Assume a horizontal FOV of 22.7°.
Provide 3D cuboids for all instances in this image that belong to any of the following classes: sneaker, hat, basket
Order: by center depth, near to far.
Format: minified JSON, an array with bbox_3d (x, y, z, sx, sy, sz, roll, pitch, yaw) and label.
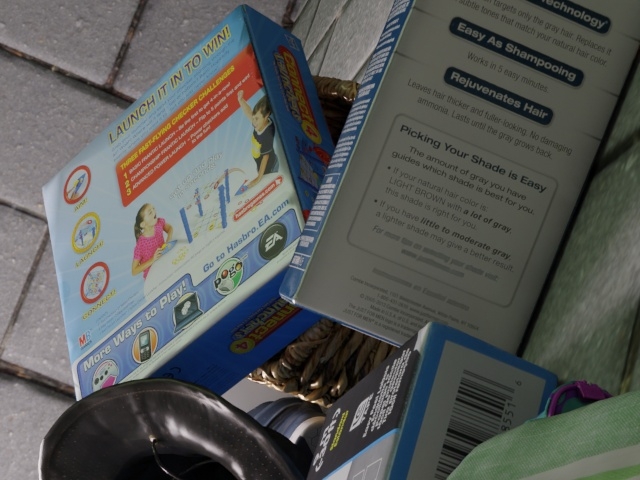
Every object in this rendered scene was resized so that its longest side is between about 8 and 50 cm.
[{"bbox_3d":[-0.092,0.243,1.432,0.134,0.331,0.331,-33,-22,-51],"label":"hat"},{"bbox_3d":[0.000,0.000,1.506,0.213,0.223,0.299,173,120,-79],"label":"basket"},{"bbox_3d":[-0.057,0.261,1.594,0.226,0.086,0.163,-58,20,0],"label":"sneaker"}]

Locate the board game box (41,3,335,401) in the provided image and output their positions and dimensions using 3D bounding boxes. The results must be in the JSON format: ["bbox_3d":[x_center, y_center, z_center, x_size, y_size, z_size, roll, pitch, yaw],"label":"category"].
[{"bbox_3d":[-0.118,-0.012,1.496,0.308,0.086,0.302,-38,47,26],"label":"board game box"}]

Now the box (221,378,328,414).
[{"bbox_3d":[-0.085,0.169,1.720,0.119,0.182,0.181,-92,26,-73],"label":"box"}]

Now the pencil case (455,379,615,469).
[{"bbox_3d":[0.131,0.133,0.941,0.152,0.064,0.070,128,159,-61],"label":"pencil case"}]

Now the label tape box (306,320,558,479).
[{"bbox_3d":[0.034,0.230,1.145,0.334,0.106,0.241,131,160,-62],"label":"label tape box"}]

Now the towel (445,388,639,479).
[{"bbox_3d":[0.064,0.148,0.697,0.248,0.038,0.325,-27,5,47],"label":"towel"}]

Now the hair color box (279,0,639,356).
[{"bbox_3d":[0.114,-0.085,1.201,0.105,0.174,0.347,-165,98,-82],"label":"hair color box"}]
